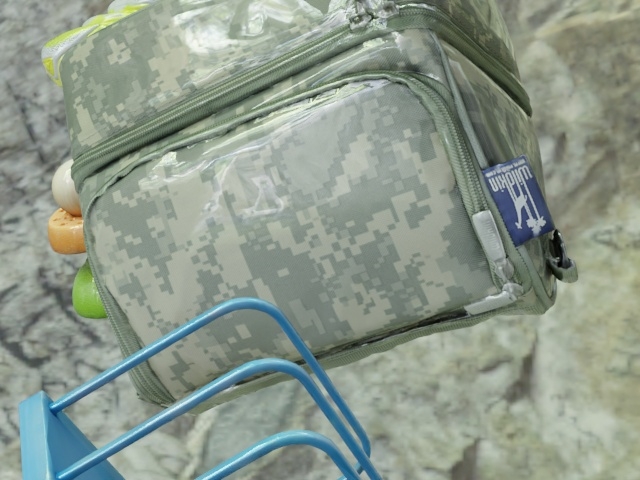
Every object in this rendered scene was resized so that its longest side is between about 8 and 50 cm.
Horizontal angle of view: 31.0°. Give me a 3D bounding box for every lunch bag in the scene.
[{"bbox_3d":[-0.003,-0.038,0.763,0.212,0.305,0.256,26,-132,-60],"label":"lunch bag"}]

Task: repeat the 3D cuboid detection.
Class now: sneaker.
[{"bbox_3d":[-0.237,-0.240,1.469,0.240,0.091,0.126,-36,-65,-28],"label":"sneaker"}]

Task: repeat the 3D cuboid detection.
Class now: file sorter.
[{"bbox_3d":[-0.022,0.118,0.388,0.104,0.170,0.118,-30,-56,2],"label":"file sorter"}]

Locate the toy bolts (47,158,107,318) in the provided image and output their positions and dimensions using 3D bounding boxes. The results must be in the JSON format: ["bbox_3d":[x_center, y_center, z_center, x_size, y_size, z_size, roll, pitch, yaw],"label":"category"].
[{"bbox_3d":[-0.153,-0.039,1.224,0.228,0.218,0.158,-46,-51,-50],"label":"toy bolts"}]
